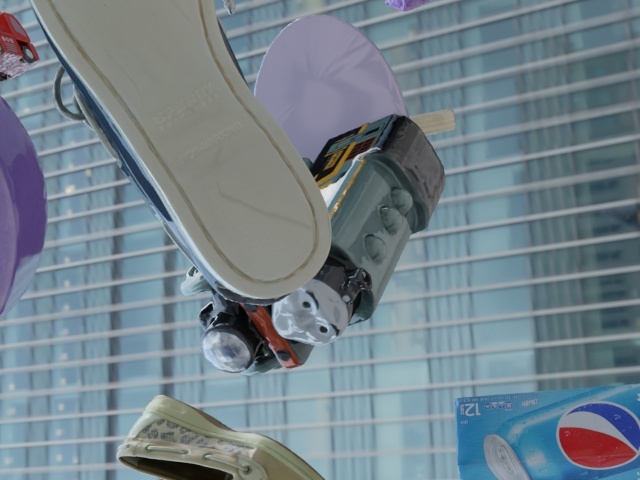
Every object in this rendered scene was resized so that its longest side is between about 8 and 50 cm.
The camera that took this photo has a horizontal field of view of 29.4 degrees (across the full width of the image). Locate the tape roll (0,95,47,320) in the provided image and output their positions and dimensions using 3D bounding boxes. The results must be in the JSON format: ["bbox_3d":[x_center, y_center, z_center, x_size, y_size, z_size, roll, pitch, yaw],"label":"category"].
[{"bbox_3d":[-0.250,-0.013,0.666,0.080,0.189,0.189,-88,-18,-77],"label":"tape roll"}]

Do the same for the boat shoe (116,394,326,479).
[{"bbox_3d":[-0.104,0.270,1.396,0.089,0.285,0.104,-51,-39,-31],"label":"boat shoe"}]

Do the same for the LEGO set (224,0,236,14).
[{"bbox_3d":[-0.140,-0.344,1.688,0.287,0.132,0.107,-8,-98,-18],"label":"LEGO set"}]

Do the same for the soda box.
[{"bbox_3d":[0.211,0.159,0.936,0.067,0.210,0.071,-87,-13,-45],"label":"soda box"}]

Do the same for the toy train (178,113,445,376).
[{"bbox_3d":[0.000,0.000,1.180,0.142,0.190,0.334,57,-147,-17],"label":"toy train"}]

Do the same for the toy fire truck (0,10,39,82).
[{"bbox_3d":[-0.375,-0.238,1.247,0.135,0.047,0.192,63,-163,7],"label":"toy fire truck"}]

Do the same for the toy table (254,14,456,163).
[{"bbox_3d":[0.028,-0.122,1.427,0.161,0.252,0.274,-39,-50,-77],"label":"toy table"}]

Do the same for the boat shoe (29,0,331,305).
[{"bbox_3d":[-0.079,-0.084,0.600,0.095,0.079,0.254,-35,-86,-21],"label":"boat shoe"}]

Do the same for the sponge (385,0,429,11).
[{"bbox_3d":[0.119,-0.353,1.275,0.117,0.031,0.210,-34,-40,-45],"label":"sponge"}]
